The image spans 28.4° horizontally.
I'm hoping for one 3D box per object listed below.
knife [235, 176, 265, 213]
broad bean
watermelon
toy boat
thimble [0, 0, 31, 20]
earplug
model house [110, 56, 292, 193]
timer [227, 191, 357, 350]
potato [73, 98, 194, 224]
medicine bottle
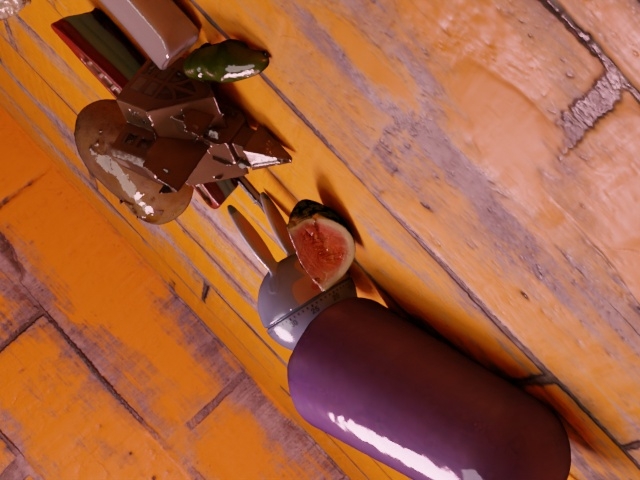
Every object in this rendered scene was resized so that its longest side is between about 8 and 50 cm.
[{"bbox_3d":[-0.100,-0.062,2.082,0.210,0.015,0.028,49,173,-6],"label":"knife"},{"bbox_3d":[-0.129,-0.225,1.589,0.046,0.061,0.195,51,167,-26],"label":"broad bean"},{"bbox_3d":[0.013,-0.004,1.786,0.069,0.087,0.163,5,148,24],"label":"watermelon"},{"bbox_3d":[-0.278,-0.214,2.034,0.392,0.079,0.136,51,168,-9],"label":"toy boat"},{"bbox_3d":[-0.590,-0.467,2.196,0.190,0.137,0.143,16,147,39],"label":"thimble"},{"bbox_3d":[0.160,0.243,1.763,0.456,0.215,0.215,24,154,52],"label":"earplug"},{"bbox_3d":[-0.153,-0.135,1.779,0.248,0.176,0.181,20,154,28],"label":"model house"},{"bbox_3d":[-0.029,0.048,1.964,0.175,0.175,0.255,-171,70,-70],"label":"timer"},{"bbox_3d":[-0.339,-0.146,2.304,0.262,0.165,0.165,47,168,-16],"label":"potato"},{"bbox_3d":[-0.245,-0.317,1.672,0.183,0.069,0.119,47,168,-4],"label":"medicine bottle"}]
